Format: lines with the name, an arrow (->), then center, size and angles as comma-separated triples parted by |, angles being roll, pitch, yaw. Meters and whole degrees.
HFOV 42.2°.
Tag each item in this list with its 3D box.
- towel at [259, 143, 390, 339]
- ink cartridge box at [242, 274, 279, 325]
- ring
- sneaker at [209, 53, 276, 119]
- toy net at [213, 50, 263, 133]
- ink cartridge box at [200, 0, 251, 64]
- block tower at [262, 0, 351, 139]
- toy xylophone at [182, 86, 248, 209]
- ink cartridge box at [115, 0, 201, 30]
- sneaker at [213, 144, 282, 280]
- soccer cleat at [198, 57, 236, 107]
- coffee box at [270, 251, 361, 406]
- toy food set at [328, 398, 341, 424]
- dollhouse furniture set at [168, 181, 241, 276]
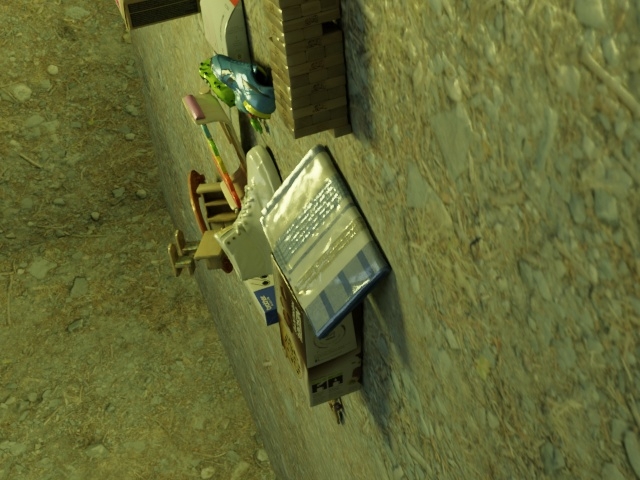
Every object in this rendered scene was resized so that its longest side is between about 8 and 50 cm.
towel -> 0.000, 0.000, 1.413 | 0.209, 0.034, 0.285 | -50, 53, 33
ink cartridge box -> -0.122, 0.124, 2.047 | 0.207, 0.097, 0.046 | -126, 24, -53
ring -> -0.326, -0.061, 2.553 | 0.336, 0.032, 0.336 | -20, -90, -85
sneaker -> -0.145, -0.328, 1.651 | 0.209, 0.069, 0.082 | 48, 126, 34
toy net -> -0.172, -0.340, 1.816 | 0.122, 0.045, 0.232 | 46, -165, -52
ink cartridge box -> -0.210, -0.498, 1.740 | 0.189, 0.066, 0.232 | -123, 17, -47
block tower -> -0.026, -0.306, 1.199 | 0.091, 0.097, 0.335 | -125, 21, -52
toy xylophone -> -0.249, -0.237, 2.055 | 0.236, 0.081, 0.322 | 57, 170, 50
ink cartridge box -> -0.425, -0.645, 2.082 | 0.088, 0.193, 0.234 | 90, 157, -51
sneaker -> -0.160, -0.054, 1.841 | 0.108, 0.169, 0.292 | -162, 57, -75
soccer cleat -> -0.249, -0.382, 2.015 | 0.179, 0.060, 0.072 | 57, 172, 45
coffee box -> -0.004, 0.159, 1.605 | 0.297, 0.119, 0.168 | 87, 159, -46
toy food set -> 0.030, 0.372, 1.934 | 0.122, 0.019, 0.078 | 80, 166, -56
dollhouse furniture set -> -0.288, -0.035, 2.267 | 0.242, 0.212, 0.161 | -79, -19, -59
